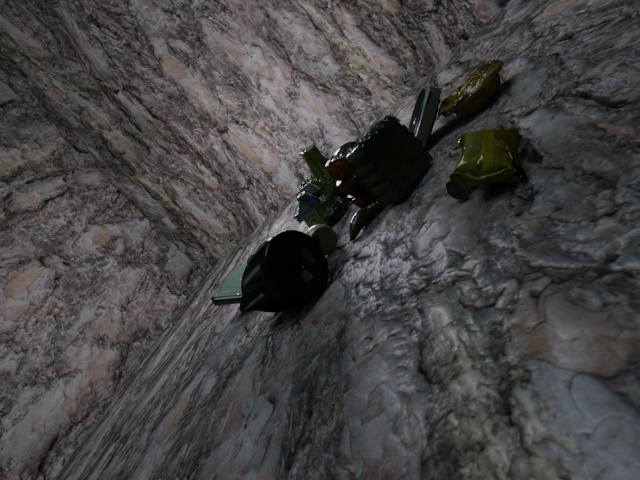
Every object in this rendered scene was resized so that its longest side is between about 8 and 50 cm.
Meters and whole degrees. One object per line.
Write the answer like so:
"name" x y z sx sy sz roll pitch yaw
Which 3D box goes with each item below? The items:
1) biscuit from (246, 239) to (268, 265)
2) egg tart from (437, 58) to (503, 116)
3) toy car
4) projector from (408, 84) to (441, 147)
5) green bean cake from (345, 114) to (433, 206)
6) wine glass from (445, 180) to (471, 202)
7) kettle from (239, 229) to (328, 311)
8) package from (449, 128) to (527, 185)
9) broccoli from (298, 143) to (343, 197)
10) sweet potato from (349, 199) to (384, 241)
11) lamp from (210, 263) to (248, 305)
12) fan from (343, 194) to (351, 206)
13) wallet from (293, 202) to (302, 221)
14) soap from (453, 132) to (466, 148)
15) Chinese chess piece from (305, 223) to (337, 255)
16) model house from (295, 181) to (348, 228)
"biscuit" -0.301 0.111 2.322 0.250 0.046 0.148 -44 42 50
"egg tart" 0.568 -0.541 1.790 0.291 0.107 0.291 -44 8 8
"toy car" 0.180 -0.319 1.959 0.341 0.240 0.271 -55 18 -24
"projector" 0.417 -0.490 1.942 0.259 0.079 0.258 -81 4 -70
"green bean cake" 0.237 -0.279 1.650 0.255 0.241 0.132 -52 10 -31
"wine glass" 0.382 -0.172 1.242 0.072 0.072 0.155 -27 21 54
"kettle" -0.129 0.104 1.620 0.324 0.228 0.321 -36 12 51
"package" 0.401 -0.200 1.143 0.168 0.090 0.226 1 41 23
"broccoli" 0.048 -0.329 2.390 0.375 0.302 0.249 -43 50 -17
"sweet potato" 0.172 -0.099 1.706 0.249 0.059 0.069 -43 32 -12
"lamp" -0.312 0.183 2.098 0.268 0.047 0.267 -8 27 23
"fan" 0.103 -0.154 2.214 0.223 0.012 0.294 -32 18 38
"wallet" -0.062 -0.239 2.884 0.237 0.075 0.342 -39 13 11
"soap" 0.472 -0.338 1.627 0.034 0.012 0.089 -31 18 47
"Chinese chess piece" 0.000 0.000 1.764 0.122 0.122 0.051 -46 28 -9
"model house" -0.012 -0.161 2.143 0.195 0.189 0.214 -38 14 27
